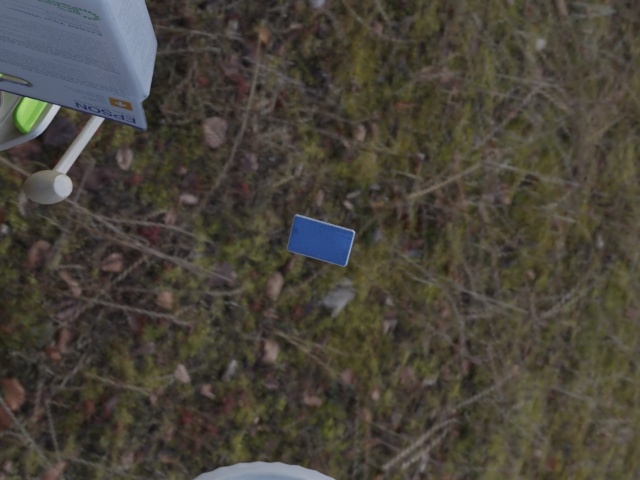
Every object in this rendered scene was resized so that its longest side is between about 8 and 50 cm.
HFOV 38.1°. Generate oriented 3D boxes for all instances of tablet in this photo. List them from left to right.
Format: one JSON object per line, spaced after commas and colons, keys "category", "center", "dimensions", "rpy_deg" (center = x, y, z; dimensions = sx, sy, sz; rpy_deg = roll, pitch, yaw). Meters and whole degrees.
{"category": "tablet", "center": [0.000, 0.000, 1.222], "dimensions": [0.006, 0.083, 0.054], "rpy_deg": [-65, 170, -66]}

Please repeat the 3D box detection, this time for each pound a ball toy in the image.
{"category": "pound a ball toy", "center": [-0.399, -0.221, 1.300], "dimensions": [0.208, 0.136, 0.319], "rpy_deg": [51, 43, -36]}

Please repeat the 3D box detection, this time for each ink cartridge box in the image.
{"category": "ink cartridge box", "center": [-0.210, -0.142, 0.537], "dimensions": [0.224, 0.223, 0.045], "rpy_deg": [120, -16, -79]}

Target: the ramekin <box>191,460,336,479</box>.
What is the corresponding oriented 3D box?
{"category": "ramekin", "center": [-0.045, 0.293, 0.695], "dimensions": [0.273, 0.273, 0.127], "rpy_deg": [-46, 167, -30]}
